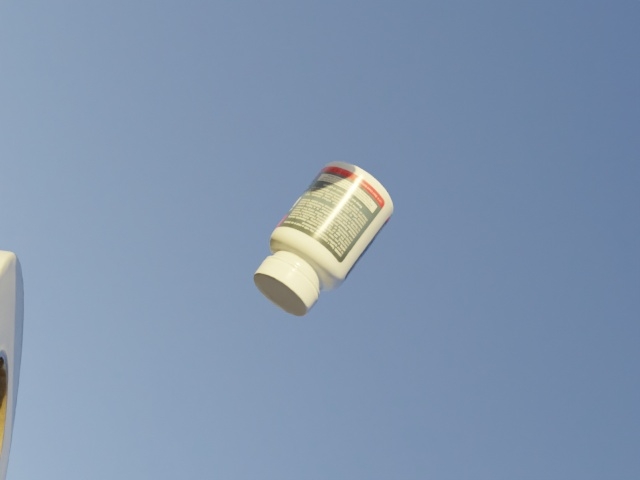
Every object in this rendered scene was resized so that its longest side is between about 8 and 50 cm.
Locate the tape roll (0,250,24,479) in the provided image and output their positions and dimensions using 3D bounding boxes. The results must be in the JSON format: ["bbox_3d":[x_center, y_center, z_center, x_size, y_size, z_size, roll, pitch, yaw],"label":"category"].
[{"bbox_3d":[-0.332,0.197,1.245,0.392,0.072,0.392,-173,-90,-85],"label":"tape roll"}]

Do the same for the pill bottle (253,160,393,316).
[{"bbox_3d":[0.000,0.000,1.722,0.108,0.180,0.108,30,-25,16],"label":"pill bottle"}]
